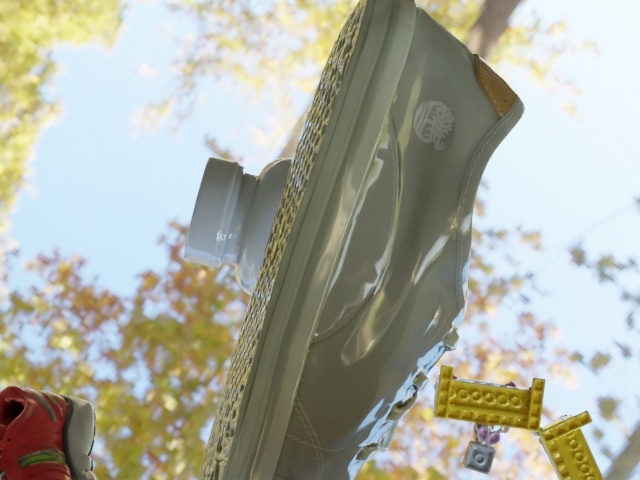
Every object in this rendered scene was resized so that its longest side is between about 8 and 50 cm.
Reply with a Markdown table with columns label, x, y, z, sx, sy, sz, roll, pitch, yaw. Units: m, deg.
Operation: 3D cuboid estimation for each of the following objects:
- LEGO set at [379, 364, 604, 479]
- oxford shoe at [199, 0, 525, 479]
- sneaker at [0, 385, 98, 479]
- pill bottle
| label | x | y | z | sx | sy | sz | roll | pitch | yaw |
| --- | --- | --- | --- | --- | --- | --- | --- | --- | --- |
| LEGO set | 0.182 | 0.191 | 1.314 | 0.287 | 0.132 | 0.107 | 30 | 178 | 2 |
| oxford shoe | 0.011 | 0.075 | 0.908 | 0.130 | 0.449 | 0.169 | 18 | -167 | -10 |
| sneaker | -0.294 | 0.243 | 1.450 | 0.118 | 0.107 | 0.279 | 23 | -160 | -21 |
| pill bottle | 0.000 | 0.000 | 1.178 | 0.208 | 0.118 | 0.117 | 14 | -156 | -2 |
